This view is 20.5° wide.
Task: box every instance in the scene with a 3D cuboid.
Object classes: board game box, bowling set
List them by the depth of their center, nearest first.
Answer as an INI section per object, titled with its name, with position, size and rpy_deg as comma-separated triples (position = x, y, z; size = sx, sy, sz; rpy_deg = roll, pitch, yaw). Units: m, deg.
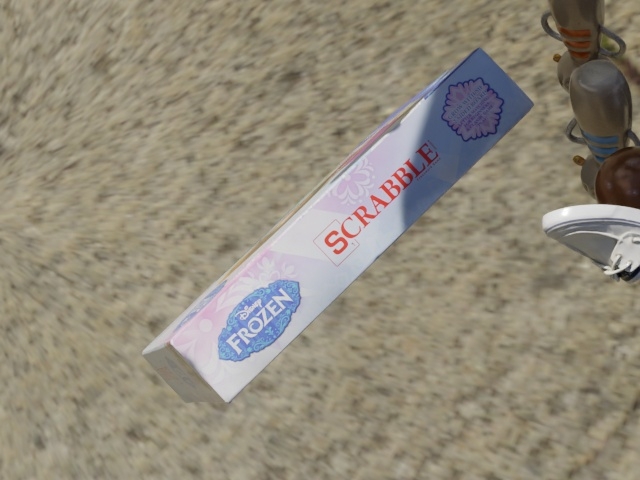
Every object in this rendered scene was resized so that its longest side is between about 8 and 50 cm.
[bowling set]
position = 0.241, -0.062, 1.235
size = 0.200, 0.287, 0.154
rpy_deg = -50, 145, -25
[board game box]
position = 0.000, 0.000, 1.420
size = 0.318, 0.319, 0.066
rpy_deg = -44, 93, -11

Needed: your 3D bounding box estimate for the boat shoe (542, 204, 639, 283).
[boat shoe]
position = 0.163, 0.005, 0.944
size = 0.100, 0.035, 0.035
rpy_deg = 10, 67, -29
